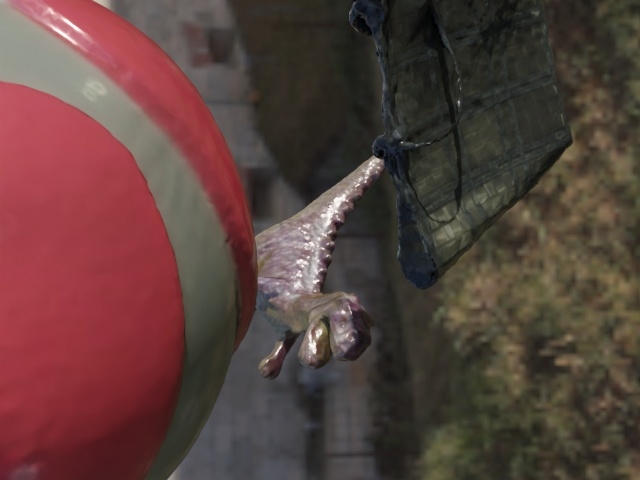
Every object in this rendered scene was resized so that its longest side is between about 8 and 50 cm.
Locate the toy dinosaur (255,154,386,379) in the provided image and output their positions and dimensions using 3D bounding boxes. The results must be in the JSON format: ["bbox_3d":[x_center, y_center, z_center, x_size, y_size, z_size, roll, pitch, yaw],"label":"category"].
[{"bbox_3d":[0.002,0.004,1.245,0.200,0.072,0.251,-17,28,39],"label":"toy dinosaur"}]

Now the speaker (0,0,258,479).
[{"bbox_3d":[-0.173,0.027,0.757,0.294,0.294,0.294,-179,90,-73],"label":"speaker"}]

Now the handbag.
[{"bbox_3d":[0.074,-0.120,1.040,0.089,0.175,0.270,-3,106,30],"label":"handbag"}]
